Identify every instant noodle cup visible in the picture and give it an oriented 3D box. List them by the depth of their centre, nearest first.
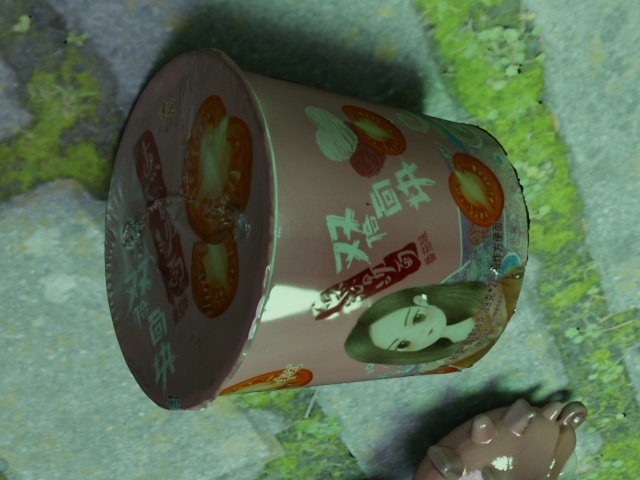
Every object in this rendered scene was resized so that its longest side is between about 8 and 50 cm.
[{"bbox_3d":[0.000,0.000,0.943,0.231,0.243,0.243,4,134,-32],"label":"instant noodle cup"}]

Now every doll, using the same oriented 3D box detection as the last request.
[{"bbox_3d":[0.159,0.244,1.341,0.262,0.093,0.211,-32,138,-8],"label":"doll"}]
